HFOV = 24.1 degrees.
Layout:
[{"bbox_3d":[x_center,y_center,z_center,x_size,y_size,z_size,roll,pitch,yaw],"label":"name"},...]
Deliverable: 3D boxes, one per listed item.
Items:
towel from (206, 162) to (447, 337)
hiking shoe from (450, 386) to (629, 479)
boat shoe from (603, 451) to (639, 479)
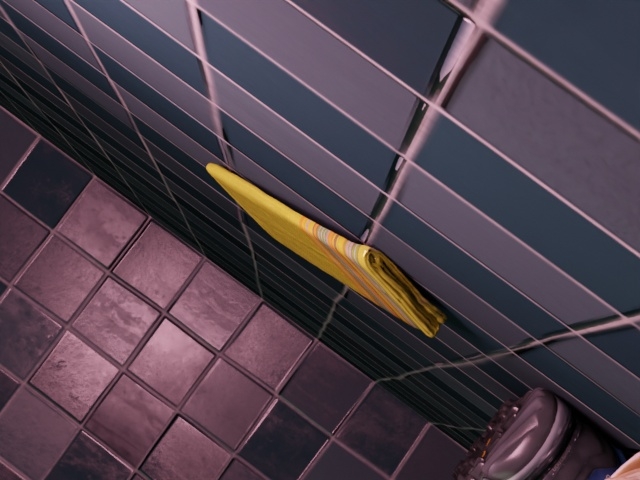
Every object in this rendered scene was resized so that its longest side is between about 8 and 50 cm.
[{"bbox_3d":[0.000,0.000,1.155,0.102,0.021,0.237,48,170,-37],"label":"towel"},{"bbox_3d":[0.182,0.203,1.214,0.132,0.113,0.304,37,174,5],"label":"hiking shoe"},{"bbox_3d":[0.115,0.119,0.416,0.341,0.122,0.110,9,-162,-22],"label":"boat shoe"}]
